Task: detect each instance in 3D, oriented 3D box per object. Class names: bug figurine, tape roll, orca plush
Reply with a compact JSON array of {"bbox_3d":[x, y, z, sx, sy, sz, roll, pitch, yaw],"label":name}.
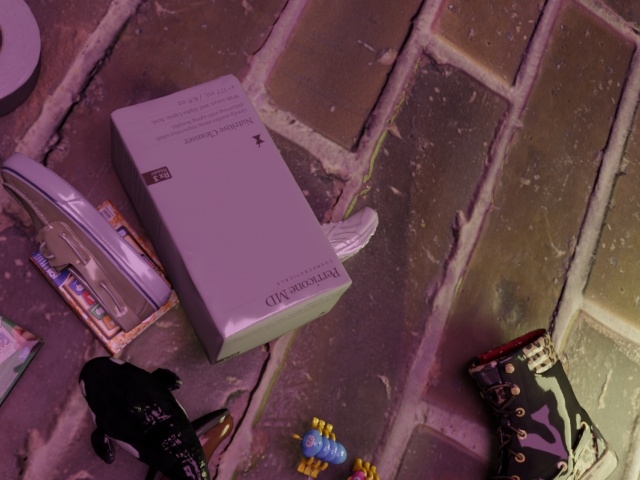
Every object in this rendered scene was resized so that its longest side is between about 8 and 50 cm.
[{"bbox_3d":[0.015,0.427,1.116,0.216,0.072,0.279,28,67,-33],"label":"bug figurine"},{"bbox_3d":[-0.537,-0.292,1.091,0.219,0.072,0.219,5,75,-21],"label":"tape roll"},{"bbox_3d":[-0.251,0.259,0.992,0.151,0.102,0.287,-30,63,-6],"label":"orca plush"}]

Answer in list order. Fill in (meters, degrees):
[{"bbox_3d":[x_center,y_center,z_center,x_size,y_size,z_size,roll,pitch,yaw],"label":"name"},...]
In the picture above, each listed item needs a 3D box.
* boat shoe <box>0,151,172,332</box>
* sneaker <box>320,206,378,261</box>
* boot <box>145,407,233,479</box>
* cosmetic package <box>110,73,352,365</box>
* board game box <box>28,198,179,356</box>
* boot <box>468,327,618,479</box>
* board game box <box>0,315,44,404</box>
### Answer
[{"bbox_3d":[-0.346,0.005,1.031,0.302,0.109,0.094,45,68,-8],"label":"boat shoe"},{"bbox_3d":[0.000,0.000,1.229,0.232,0.090,0.115,-41,91,-25],"label":"sneaker"},{"bbox_3d":[-0.152,0.426,1.068,0.280,0.096,0.264,47,64,-8],"label":"boot"},{"bbox_3d":[-0.145,-0.034,1.098,0.217,0.156,0.385,-25,73,-24],"label":"cosmetic package"},{"bbox_3d":[-0.322,0.057,1.110,0.147,0.045,0.193,-40,94,-24],"label":"board game box"},{"bbox_3d":[0.331,0.342,1.252,0.377,0.138,0.284,-22,88,-28],"label":"boot"},{"bbox_3d":[-0.559,0.218,0.981,0.213,0.046,0.317,34,68,-10],"label":"board game box"}]
